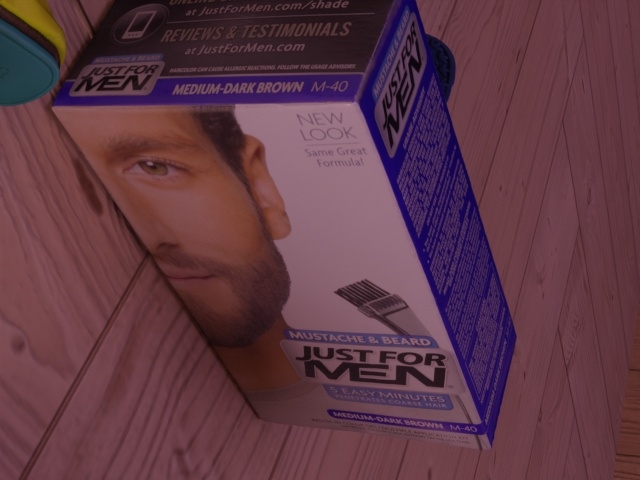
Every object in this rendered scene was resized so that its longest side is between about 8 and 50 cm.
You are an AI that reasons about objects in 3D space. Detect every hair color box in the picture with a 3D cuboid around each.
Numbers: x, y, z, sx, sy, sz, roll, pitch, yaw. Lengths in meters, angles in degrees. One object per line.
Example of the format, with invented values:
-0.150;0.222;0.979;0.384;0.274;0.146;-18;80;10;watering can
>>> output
0.000;0.000;0.676;0.339;0.185;0.110;65;37;-44;hair color box

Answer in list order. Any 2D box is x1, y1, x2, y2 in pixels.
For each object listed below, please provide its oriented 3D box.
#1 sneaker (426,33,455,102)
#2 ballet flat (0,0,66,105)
0.041;-0.070;0.883;0.232;0.081;0.090;-61;178;-28;sneaker
-0.182;-0.127;0.418;0.231;0.077;0.077;37;37;-64;ballet flat
